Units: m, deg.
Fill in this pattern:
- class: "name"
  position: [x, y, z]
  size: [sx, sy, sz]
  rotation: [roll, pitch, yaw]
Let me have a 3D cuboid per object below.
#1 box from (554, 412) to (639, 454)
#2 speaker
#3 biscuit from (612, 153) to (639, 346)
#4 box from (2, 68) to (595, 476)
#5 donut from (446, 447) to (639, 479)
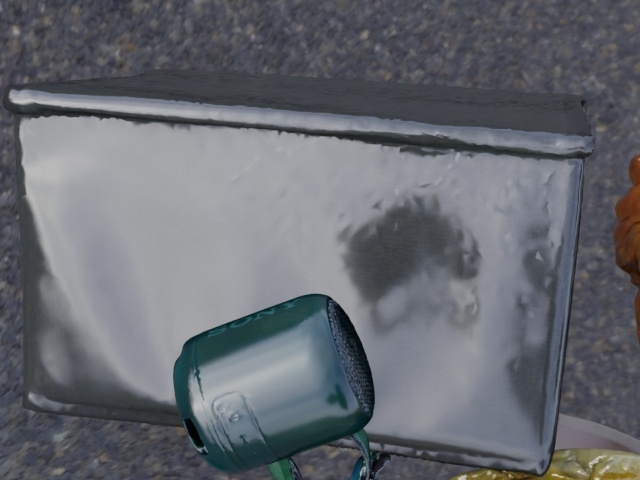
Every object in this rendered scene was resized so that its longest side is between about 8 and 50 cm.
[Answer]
- class: "box"
  position: [0.318, 0.393, 1.340]
  size: [0.301, 0.301, 0.216]
  rotation: [37, 59, -10]
- class: "speaker"
  position: [-0.012, 0.070, 0.430]
  size: [0.060, 0.075, 0.094]
  rotation: [-98, 165, -52]
- class: "biscuit"
  position: [0.385, 0.104, 0.977]
  size: [0.312, 0.110, 0.318]
  rotation: [46, 37, -32]
- class: "box"
  position: [0.000, -0.001, 0.703]
  size: [0.345, 0.251, 0.205]
  rotation: [6, 103, 11]
- class: "donut"
  position: [0.179, 0.293, 0.634]
  size: [0.330, 0.330, 0.160]
  rotation: [42, 31, -7]
